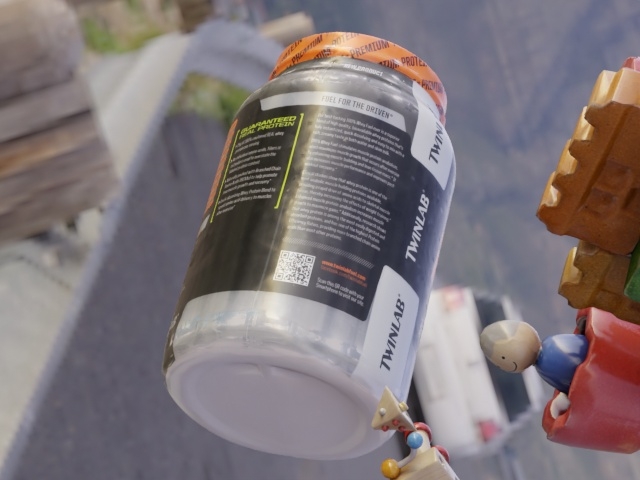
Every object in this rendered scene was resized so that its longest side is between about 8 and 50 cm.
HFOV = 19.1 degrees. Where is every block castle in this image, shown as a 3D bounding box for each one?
[{"bbox_3d":[0.246,-0.094,1.013,0.453,0.213,0.303,110,-2,-51],"label":"block castle"}]

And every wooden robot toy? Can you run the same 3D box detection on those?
[{"bbox_3d":[0.068,0.194,1.443,0.173,0.079,0.076,55,6,-22],"label":"wooden robot toy"}]

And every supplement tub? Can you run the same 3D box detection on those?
[{"bbox_3d":[0.000,0.000,1.636,0.207,0.207,0.338,69,30,-53],"label":"supplement tub"}]
